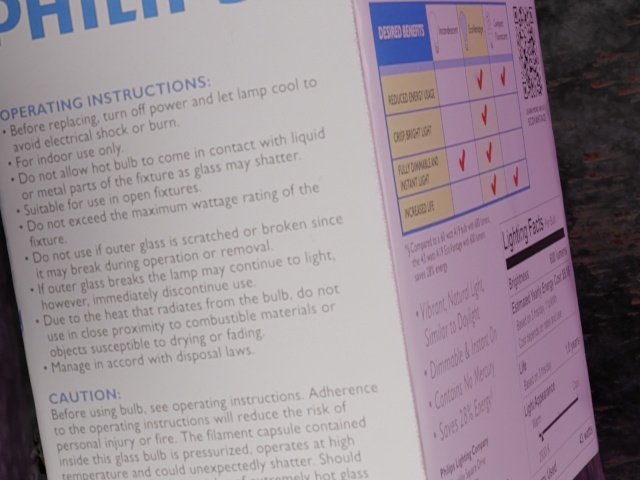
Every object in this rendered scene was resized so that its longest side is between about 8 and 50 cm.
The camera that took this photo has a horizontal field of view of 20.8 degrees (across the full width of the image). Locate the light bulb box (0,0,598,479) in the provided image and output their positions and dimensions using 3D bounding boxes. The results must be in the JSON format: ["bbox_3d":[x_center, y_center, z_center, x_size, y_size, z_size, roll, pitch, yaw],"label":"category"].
[{"bbox_3d":[0.000,0.000,1.026,0.358,0.225,0.361,-19,101,-68],"label":"light bulb box"}]
